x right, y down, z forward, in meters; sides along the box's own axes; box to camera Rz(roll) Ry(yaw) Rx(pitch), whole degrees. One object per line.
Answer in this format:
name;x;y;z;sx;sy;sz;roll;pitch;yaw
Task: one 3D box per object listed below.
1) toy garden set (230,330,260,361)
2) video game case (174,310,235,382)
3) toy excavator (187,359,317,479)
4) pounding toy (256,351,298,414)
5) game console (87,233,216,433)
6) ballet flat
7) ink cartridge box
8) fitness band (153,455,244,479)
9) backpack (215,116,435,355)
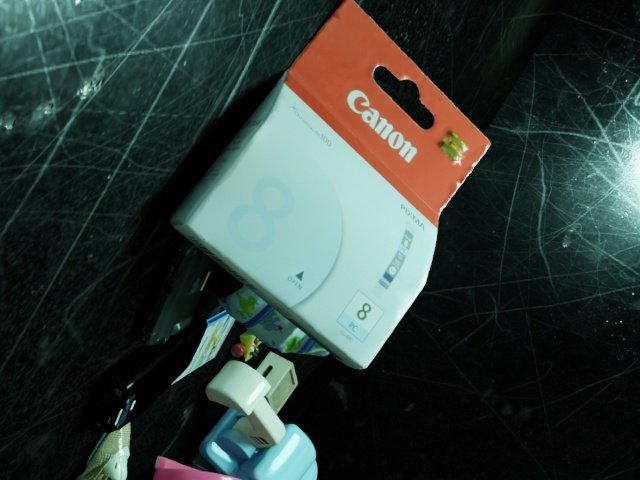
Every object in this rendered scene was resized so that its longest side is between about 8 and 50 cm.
toy garden set;-0.086;0.139;1.704;0.244;0.049;0.204;-61;167;23
video game case;-0.205;0.181;1.430;0.119;0.015;0.166;-61;167;18
toy excavator;-0.135;0.451;1.834;0.222;0.433;0.445;-49;-166;-30
pounding toy;-0.124;0.351;2.055;0.141;0.100;0.130;-52;153;-29
game console;-0.214;0.117;1.166;0.361;0.044;0.213;-62;168;29
ballet flat;-0.343;0.372;1.263;0.206;0.067;0.073;-57;167;0
ink cartridge box;0.044;-0.076;1.047;0.385;0.308;0.091;-53;-158;-10
fitness band;-0.228;0.507;1.678;0.291;0.209;0.054;59;44;-64
backpack;0.000;0.000;1.237;0.356;0.273;0.290;-39;-165;-16
